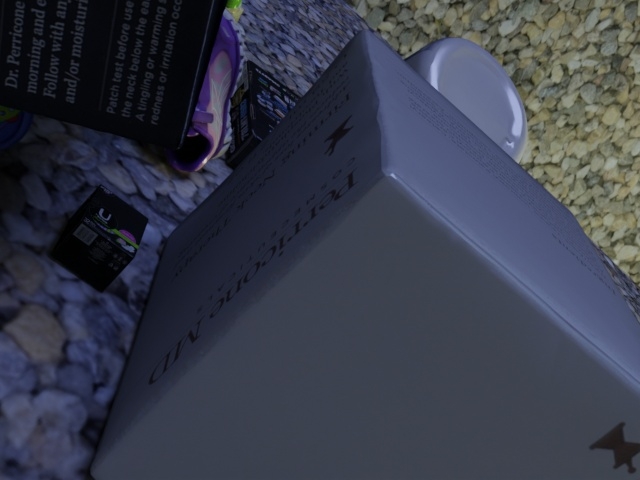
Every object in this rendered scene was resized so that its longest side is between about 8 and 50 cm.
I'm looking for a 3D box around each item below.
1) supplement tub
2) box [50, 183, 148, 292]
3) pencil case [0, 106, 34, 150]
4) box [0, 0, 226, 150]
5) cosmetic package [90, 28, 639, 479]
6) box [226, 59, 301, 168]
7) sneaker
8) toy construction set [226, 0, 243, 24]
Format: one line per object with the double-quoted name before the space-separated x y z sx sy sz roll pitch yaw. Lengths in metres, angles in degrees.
"supplement tub" 0.099 -0.121 1.166 0.194 0.316 0.193 16 63 -36
"box" -0.209 -0.004 0.834 0.062 0.052 0.083 39 20 -18
"pencil case" -0.346 -0.202 0.868 0.306 0.133 0.119 -108 -171 -50
"box" -0.285 -0.357 0.740 0.472 0.297 0.479 15 33 -9
"cosmetic package" 0.056 0.070 0.793 0.327 0.329 0.393 39 20 -18
"box" -0.020 -0.135 1.423 0.296 0.073 0.293 34 25 -25
"sneaker" -0.156 -0.182 1.086 0.095 0.236 0.104 14 38 8
"toy construction set" -0.239 -0.409 1.311 0.215 0.151 0.327 -37 100 -31
